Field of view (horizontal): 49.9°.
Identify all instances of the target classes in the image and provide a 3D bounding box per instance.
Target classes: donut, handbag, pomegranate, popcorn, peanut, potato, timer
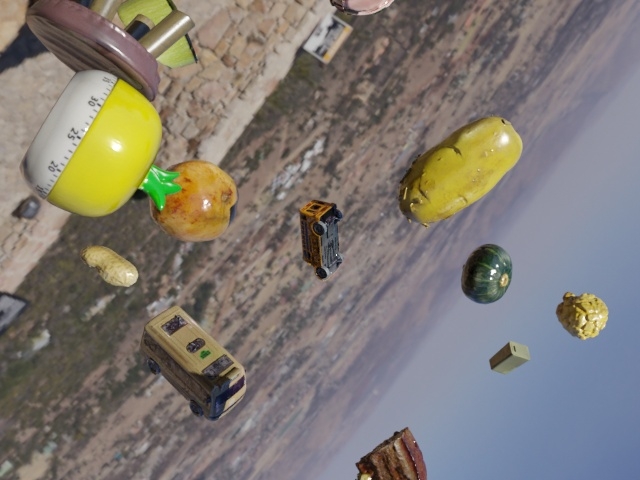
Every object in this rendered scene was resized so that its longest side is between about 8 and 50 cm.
[{"bbox_3d":[0.146,0.461,1.286,0.144,0.186,0.126,-29,173,24],"label":"donut"},{"bbox_3d":[0.096,-0.584,1.481,0.116,0.179,0.205,60,47,-66],"label":"handbag"},{"bbox_3d":[-0.341,-0.103,1.860,0.248,0.248,0.248,-49,167,-15],"label":"pomegranate"},{"bbox_3d":[0.887,0.249,2.332,0.180,0.180,0.170,-45,-168,-30],"label":"popcorn"},{"bbox_3d":[-0.573,0.068,1.854,0.080,0.174,0.080,-58,171,-15],"label":"peanut"},{"bbox_3d":[0.301,-0.150,1.518,0.300,0.140,0.173,-39,141,13],"label":"potato"},{"bbox_3d":[-0.378,-0.151,1.268,0.285,0.285,0.285,-49,167,-15],"label":"timer"}]

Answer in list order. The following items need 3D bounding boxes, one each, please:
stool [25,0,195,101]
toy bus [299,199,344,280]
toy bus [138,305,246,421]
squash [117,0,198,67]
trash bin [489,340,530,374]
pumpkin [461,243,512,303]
[{"bbox_3d":[-0.401,-0.409,1.327,0.178,0.272,0.272,-61,170,-13],"label":"stool"},{"bbox_3d":[0.000,0.000,1.702,0.083,0.088,0.194,-40,138,-43],"label":"toy bus"},{"bbox_3d":[-0.321,0.309,1.751,0.139,0.289,0.157,-33,155,-39],"label":"toy bus"},{"bbox_3d":[-0.401,-0.525,1.748,0.133,0.220,0.220,-31,167,0],"label":"squash"},{"bbox_3d":[0.486,0.304,1.777,0.092,0.061,0.043,-51,-151,43],"label":"trash bin"},{"bbox_3d":[0.449,0.091,1.862,0.167,0.125,0.167,-10,108,-32],"label":"pumpkin"}]
